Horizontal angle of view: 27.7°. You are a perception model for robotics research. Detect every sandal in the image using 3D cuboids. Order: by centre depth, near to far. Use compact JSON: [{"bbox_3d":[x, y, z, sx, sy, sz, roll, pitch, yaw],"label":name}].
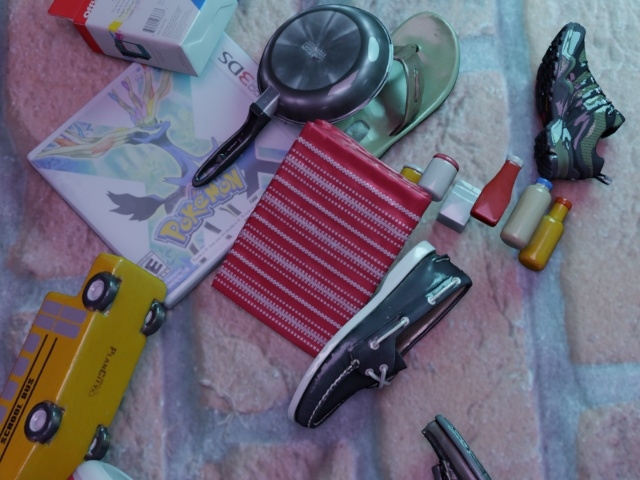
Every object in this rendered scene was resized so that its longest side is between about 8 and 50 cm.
[{"bbox_3d":[0.096,-0.201,1.781,0.120,0.086,0.303,34,67,10],"label":"sandal"}]

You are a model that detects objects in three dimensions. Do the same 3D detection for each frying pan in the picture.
[{"bbox_3d":[-0.057,-0.221,1.780,0.326,0.053,0.197,-23,58,7],"label":"frying pan"}]

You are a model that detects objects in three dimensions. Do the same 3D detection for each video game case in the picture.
[{"bbox_3d":[-0.190,-0.120,1.808,0.329,0.036,0.300,-43,77,-9],"label":"video game case"}]

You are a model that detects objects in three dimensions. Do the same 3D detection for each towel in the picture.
[{"bbox_3d":[0.000,0.000,1.724,0.199,0.031,0.275,34,103,9],"label":"towel"}]

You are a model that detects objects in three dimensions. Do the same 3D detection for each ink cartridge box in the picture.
[{"bbox_3d":[-0.250,-0.325,1.821,0.231,0.078,0.134,17,69,24],"label":"ink cartridge box"}]

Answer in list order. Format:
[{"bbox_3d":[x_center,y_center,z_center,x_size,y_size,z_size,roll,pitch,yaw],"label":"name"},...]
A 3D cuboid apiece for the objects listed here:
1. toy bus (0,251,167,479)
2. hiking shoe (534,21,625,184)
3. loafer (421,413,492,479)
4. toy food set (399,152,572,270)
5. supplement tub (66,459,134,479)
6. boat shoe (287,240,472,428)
[{"bbox_3d":[-0.324,0.180,1.679,0.130,0.108,0.332,10,72,41],"label":"toy bus"},{"bbox_3d":[0.360,-0.187,1.790,0.114,0.086,0.227,8,81,-9],"label":"hiking shoe"},{"bbox_3d":[0.198,0.349,1.640,0.084,0.096,0.267,-35,78,-1],"label":"loafer"},{"bbox_3d":[0.223,-0.065,1.738,0.232,0.111,0.104,29,76,8],"label":"toy food set"},{"bbox_3d":[-0.299,0.423,1.582,0.191,0.191,0.272,40,84,12],"label":"supplement tub"},{"bbox_3d":[0.079,0.135,1.690,0.091,0.114,0.302,37,80,17],"label":"boat shoe"}]
